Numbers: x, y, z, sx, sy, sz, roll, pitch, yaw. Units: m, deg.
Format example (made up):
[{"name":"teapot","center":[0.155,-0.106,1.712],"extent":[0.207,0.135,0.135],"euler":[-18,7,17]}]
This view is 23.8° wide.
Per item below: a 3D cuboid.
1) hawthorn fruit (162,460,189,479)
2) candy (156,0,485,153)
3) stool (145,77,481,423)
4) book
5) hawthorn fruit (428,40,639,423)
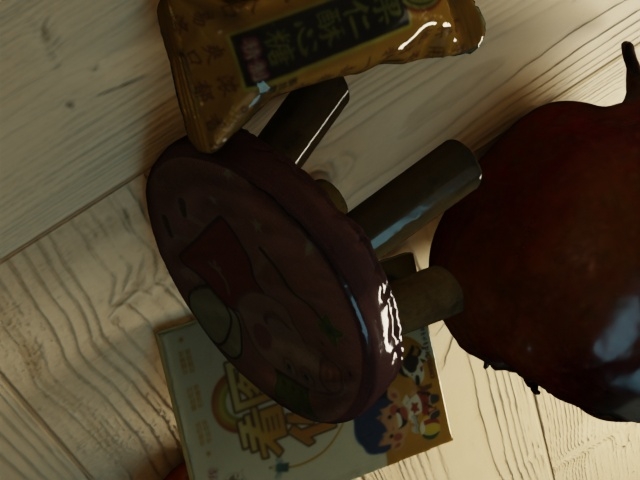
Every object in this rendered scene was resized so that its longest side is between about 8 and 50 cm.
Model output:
[{"name":"hawthorn fruit","center":[-0.106,0.314,1.595],"extent":[0.262,0.211,0.210],"euler":[-12,143,-3]},{"name":"candy","center":[0.004,-0.177,1.176],"extent":[0.271,0.101,0.143],"euler":[-23,107,-22]},{"name":"stool","center":[0.000,0.000,1.267],"extent":[0.178,0.272,0.272],"euler":[-37,149,-28]},{"name":"book","center":[-0.009,0.148,1.513],"extent":[0.295,0.020,0.208],"euler":[-17,100,-28]},{"name":"hawthorn fruit","center":[0.273,0.014,1.496],"extent":[0.325,0.308,0.308],"euler":[-42,147,-7]}]
